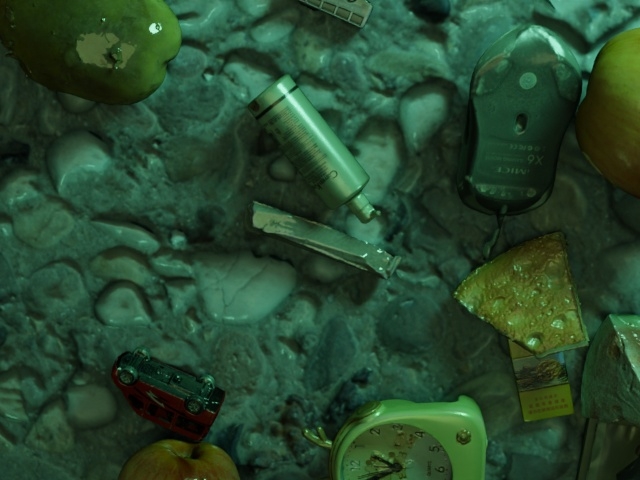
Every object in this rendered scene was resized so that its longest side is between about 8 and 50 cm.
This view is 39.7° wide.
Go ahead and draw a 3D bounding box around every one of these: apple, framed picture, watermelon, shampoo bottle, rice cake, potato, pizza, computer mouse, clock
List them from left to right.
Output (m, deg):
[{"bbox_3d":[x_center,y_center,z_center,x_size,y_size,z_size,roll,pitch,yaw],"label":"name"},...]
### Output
[{"bbox_3d":[-0.362,-0.313,1.353,0.296,0.141,0.192,14,101,4],"label":"potato"},{"bbox_3d":[-0.237,0.419,1.484,0.209,0.209,0.164,8,103,3],"label":"apple"},{"bbox_3d":[-0.002,-0.134,1.391,0.085,0.085,0.262,-37,98,12],"label":"shampoo bottle"},{"bbox_3d":[0.000,0.000,1.440,0.269,0.049,0.055,19,82,0],"label":"rice cake"},{"bbox_3d":[0.122,0.373,1.491,0.307,0.096,0.235,2,104,4],"label":"clock"},{"bbox_3d":[0.288,-0.146,1.366,0.167,0.090,0.379,8,116,-2],"label":"computer mouse"},{"bbox_3d":[0.322,0.102,1.425,0.204,0.080,0.188,-19,78,12],"label":"pizza"},{"bbox_3d":[0.529,0.422,1.509,0.192,0.018,0.266,6,103,2],"label":"framed picture"},{"bbox_3d":[0.526,0.234,1.403,0.207,0.202,0.136,4,142,6],"label":"watermelon"},{"bbox_3d":[0.484,-0.178,1.272,0.241,0.242,0.242,26,104,1],"label":"apple"}]

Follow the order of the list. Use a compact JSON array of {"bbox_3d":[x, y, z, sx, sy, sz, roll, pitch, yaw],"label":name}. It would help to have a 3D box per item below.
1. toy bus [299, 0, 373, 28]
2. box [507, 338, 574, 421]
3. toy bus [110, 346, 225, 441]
[{"bbox_3d":[0.016,-0.370,1.359,0.130,0.037,0.052,23,109,-2],"label":"toy bus"},{"bbox_3d":[0.366,0.221,1.473,0.086,0.023,0.155,-11,101,10],"label":"box"},{"bbox_3d":[-0.265,0.260,1.509,0.195,0.081,0.089,24,113,-2],"label":"toy bus"}]
